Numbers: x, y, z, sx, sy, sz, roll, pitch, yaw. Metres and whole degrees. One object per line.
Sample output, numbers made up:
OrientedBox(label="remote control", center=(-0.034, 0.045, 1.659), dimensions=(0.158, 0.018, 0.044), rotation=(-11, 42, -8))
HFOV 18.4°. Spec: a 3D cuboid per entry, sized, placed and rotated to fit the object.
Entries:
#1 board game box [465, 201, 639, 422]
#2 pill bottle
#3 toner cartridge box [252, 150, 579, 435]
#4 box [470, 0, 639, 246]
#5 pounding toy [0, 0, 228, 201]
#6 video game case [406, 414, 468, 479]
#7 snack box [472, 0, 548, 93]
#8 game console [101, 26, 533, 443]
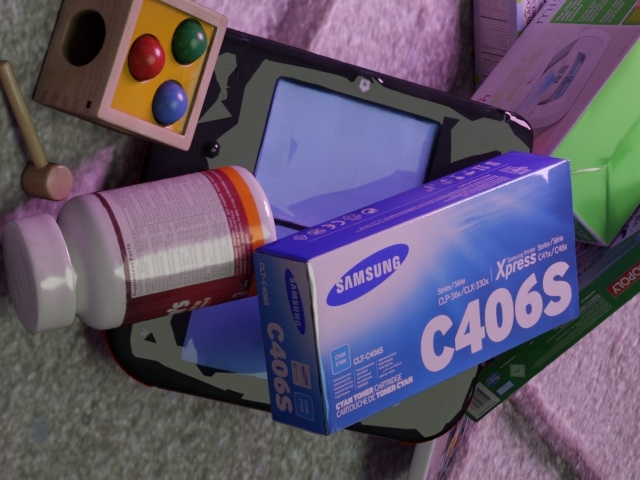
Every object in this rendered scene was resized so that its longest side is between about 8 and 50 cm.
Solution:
OrientedBox(label="board game box", center=(0.269, 0.034, 2.090), dimensions=(0.046, 0.317, 0.213), rotation=(41, 30, -12))
OrientedBox(label="pill bottle", center=(-0.159, 0.011, 1.734), dimensions=(0.221, 0.121, 0.121), rotation=(-12, 115, -23))
OrientedBox(label="toner cartridge box", center=(0.097, 0.041, 1.812), dimensions=(0.348, 0.075, 0.165), rotation=(-22, 112, -39))
OrientedBox(label="box", center=(0.279, -0.138, 2.093), dimensions=(0.127, 0.231, 0.262), rotation=(44, 78, -25))
OrientedBox(label="pounding toy", center=(-0.188, -0.127, 1.717), dimensions=(0.181, 0.094, 0.206), rotation=(19, 87, -54))
OrientedBox(label="video game case", center=(0.143, 0.198, 2.249), dimensions=(0.183, 0.023, 0.201), rotation=(-48, 154, -57))
OrientedBox(label="snack box", center=(0.248, -0.280, 2.244), dimensions=(0.174, 0.070, 0.207), rotation=(-27, 122, -42))
OrientedBox(label="game console", center=(0.000, 0.000, 1.888), dimensions=(0.386, 0.060, 0.342), rotation=(15, 92, -22))
